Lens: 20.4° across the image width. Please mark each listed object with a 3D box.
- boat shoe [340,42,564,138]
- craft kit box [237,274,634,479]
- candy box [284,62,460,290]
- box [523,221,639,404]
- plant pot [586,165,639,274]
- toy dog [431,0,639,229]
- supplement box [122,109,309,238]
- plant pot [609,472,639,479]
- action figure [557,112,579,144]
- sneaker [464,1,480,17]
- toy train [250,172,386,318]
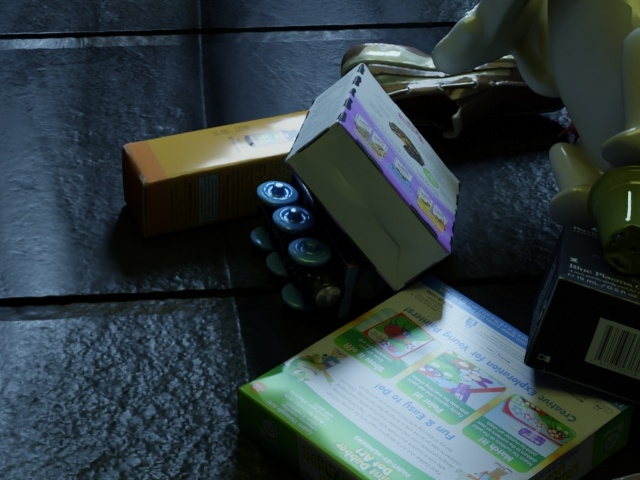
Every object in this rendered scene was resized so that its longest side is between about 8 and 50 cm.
[{"bbox_3d":[0.150,-0.151,1.945,0.257,0.095,0.095,2,60,-3],"label":"boat shoe"},{"bbox_3d":[0.100,0.154,1.550,0.247,0.061,0.250,-26,45,-36],"label":"craft kit box"},{"bbox_3d":[0.056,-0.065,1.711,0.070,0.165,0.196,-36,12,19],"label":"candy box"},{"bbox_3d":[0.273,0.069,1.585,0.156,0.093,0.158,19,20,3],"label":"box"},{"bbox_3d":[0.276,-0.011,1.561,0.083,0.083,0.079,6,33,5],"label":"plant pot"},{"bbox_3d":[0.366,-0.137,1.735,0.395,0.284,0.408,-20,67,-39],"label":"toy dog"},{"bbox_3d":[-0.082,-0.072,1.821,0.233,0.080,0.078,-13,40,-17],"label":"supplement box"},{"bbox_3d":[0.262,0.258,1.374,0.237,0.109,0.237,2,37,-2],"label":"plant pot"},{"bbox_3d":[0.375,-0.117,1.910,0.280,0.139,0.091,43,46,13],"label":"action figure"},{"bbox_3d":[0.215,-0.260,2.085,0.095,0.090,0.235,3,34,16],"label":"sneaker"},{"bbox_3d":[0.000,0.000,1.730,0.105,0.080,0.184,-6,37,-20],"label":"toy train"}]
